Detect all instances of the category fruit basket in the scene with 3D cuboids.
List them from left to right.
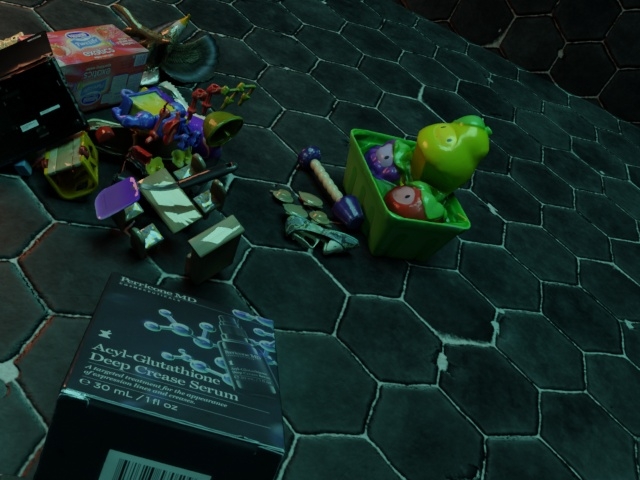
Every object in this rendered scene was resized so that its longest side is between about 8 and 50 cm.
[{"bbox_3d":[0.250,-0.175,1.959,0.283,0.392,0.392,8,40,-26],"label":"fruit basket"}]

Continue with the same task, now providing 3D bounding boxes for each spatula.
[{"bbox_3d":[-0.308,-0.112,1.544,0.296,0.030,0.084,-16,47,-12],"label":"spatula"}]

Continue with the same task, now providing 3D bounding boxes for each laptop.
[{"bbox_3d":[-0.658,-0.308,1.669,0.234,0.136,0.264,-27,94,-7],"label":"laptop"}]

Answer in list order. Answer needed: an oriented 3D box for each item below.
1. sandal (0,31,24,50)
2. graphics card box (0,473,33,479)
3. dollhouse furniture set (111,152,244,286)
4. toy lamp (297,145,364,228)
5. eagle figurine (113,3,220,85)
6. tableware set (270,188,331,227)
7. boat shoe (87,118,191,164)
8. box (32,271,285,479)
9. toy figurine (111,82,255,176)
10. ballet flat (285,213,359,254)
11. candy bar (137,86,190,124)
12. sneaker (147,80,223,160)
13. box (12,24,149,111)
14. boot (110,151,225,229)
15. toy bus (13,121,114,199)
[{"bbox_3d":[-0.747,-0.489,1.939,0.240,0.079,0.088,-1,44,-34],"label":"sandal"},{"bbox_3d":[-0.337,0.492,0.973,0.232,0.094,0.371,15,36,-18],"label":"graphics card box"},{"bbox_3d":[-0.279,-0.052,1.571,0.212,0.161,0.242,-33,77,-26],"label":"dollhouse furniture set"},{"bbox_3d":[0.028,-0.138,2.012,0.080,0.080,0.275,-5,46,-37],"label":"toy lamp"},{"bbox_3d":[-0.431,-0.550,2.172,0.298,0.225,0.226,-24,99,-81],"label":"eagle figurine"},{"bbox_3d":[-0.045,-0.086,1.932,0.141,0.020,0.169,13,27,-28],"label":"tableware set"},{"bbox_3d":[-0.429,-0.222,1.790,0.257,0.095,0.095,5,13,-13],"label":"boat shoe"},{"bbox_3d":[-0.230,0.248,1.149,0.293,0.212,0.395,18,16,-12],"label":"box"},{"bbox_3d":[-0.343,-0.306,1.728,0.217,0.191,0.362,33,32,16],"label":"toy figurine"},{"bbox_3d":[0.000,0.000,1.847,0.188,0.070,0.070,21,36,-7],"label":"ballet flat"},{"bbox_3d":[-0.387,-0.326,1.878,0.161,0.018,0.040,35,61,14],"label":"candy bar"},{"bbox_3d":[-0.372,-0.280,1.921,0.146,0.102,0.293,-24,56,-40],"label":"sneaker"},{"bbox_3d":[-0.587,-0.417,1.885,0.142,0.154,0.300,37,35,16],"label":"box"},{"bbox_3d":[-0.347,-0.151,1.765,0.207,0.094,0.246,28,41,-6],"label":"boot"},{"bbox_3d":[-0.535,-0.180,1.670,0.191,0.104,0.202,17,56,33],"label":"toy bus"}]
